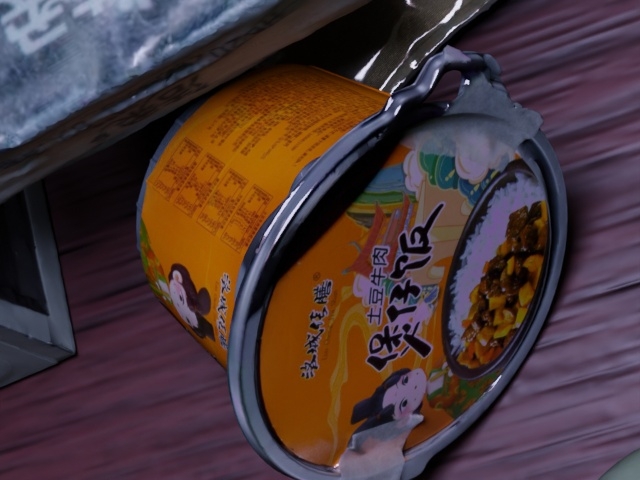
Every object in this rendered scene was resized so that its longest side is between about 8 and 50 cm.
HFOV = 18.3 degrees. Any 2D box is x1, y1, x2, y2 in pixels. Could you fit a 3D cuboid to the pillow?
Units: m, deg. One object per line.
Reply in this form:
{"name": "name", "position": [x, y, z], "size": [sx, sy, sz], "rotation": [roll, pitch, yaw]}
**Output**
{"name": "pillow", "position": [0.038, -0.139, 0.945], "size": [0.217, 0.033, 0.130], "rotation": [-41, 65, 9]}

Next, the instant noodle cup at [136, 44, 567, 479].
{"name": "instant noodle cup", "position": [0.000, 0.000, 0.856], "size": [0.125, 0.177, 0.208], "rotation": [32, 104, 42]}

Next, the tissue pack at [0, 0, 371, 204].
{"name": "tissue pack", "position": [-0.129, -0.196, 0.841], "size": [0.228, 0.103, 0.316], "rotation": [-28, 79, 21]}

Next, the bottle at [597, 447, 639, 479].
{"name": "bottle", "position": [0.106, 0.229, 0.664], "size": [0.168, 0.168, 0.347], "rotation": [45, 134, 28]}

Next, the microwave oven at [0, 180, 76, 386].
{"name": "microwave oven", "position": [-0.236, 0.003, 0.933], "size": [0.162, 0.208, 0.122], "rotation": [-22, 67, 18]}
